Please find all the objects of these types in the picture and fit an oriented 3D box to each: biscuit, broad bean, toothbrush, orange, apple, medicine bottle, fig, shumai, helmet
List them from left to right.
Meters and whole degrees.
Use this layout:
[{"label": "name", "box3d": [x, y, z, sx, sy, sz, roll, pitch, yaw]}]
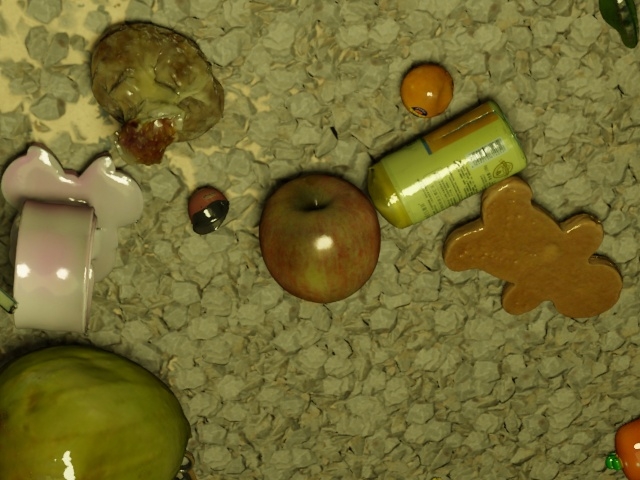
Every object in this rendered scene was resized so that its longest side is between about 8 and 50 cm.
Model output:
[{"label": "toothbrush", "box3d": [-0.511, 0.040, 1.651, 0.028, 0.294, 0.026, 28, 92, -45]}, {"label": "fig", "box3d": [-0.375, 0.316, 1.787, 0.343, 0.343, 0.343, -3, 118, -6]}, {"label": "shumai", "box3d": [-0.232, -0.202, 1.620, 0.161, 0.153, 0.209, -34, 120, 19]}, {"label": "helmet", "box3d": [-0.178, -0.052, 1.758, 0.065, 0.049, 0.084, -21, 153, -31]}, {"label": "apple", "box3d": [0.000, 0.000, 1.731, 0.188, 0.188, 0.174, -8, 127, -3]}, {"label": "orange", "box3d": [0.159, -0.222, 1.694, 0.084, 0.083, 0.083, -3, 118, -6]}, {"label": "medicine bottle", "box3d": [0.185, -0.111, 1.733, 0.239, 0.124, 0.124, -26, 118, 6]}, {"label": "biscuit", "box3d": [0.359, 0.028, 1.863, 0.340, 0.047, 0.216, 25, 120, -26]}, {"label": "broad bean", "box3d": [0.417, -0.368, 1.668, 0.061, 0.046, 0.195, -38, 112, 26]}]

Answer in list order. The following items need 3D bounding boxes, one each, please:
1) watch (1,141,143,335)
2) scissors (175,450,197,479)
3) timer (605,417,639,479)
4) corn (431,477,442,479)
[{"label": "watch", "box3d": [-0.372, 0.011, 1.671, 0.211, 0.217, 0.248, 6, 117, -11]}, {"label": "scissors", "box3d": [-0.215, 0.459, 2.042, 0.088, 0.017, 0.220, -33, 118, 9]}, {"label": "timer", "box3d": [0.575, 0.386, 2.057, 0.136, 0.099, 0.136, -2, 106, -7]}, {"label": "corn", "box3d": [0.178, 0.527, 2.101, 0.067, 0.067, 0.206, 23, 109, -18]}]
